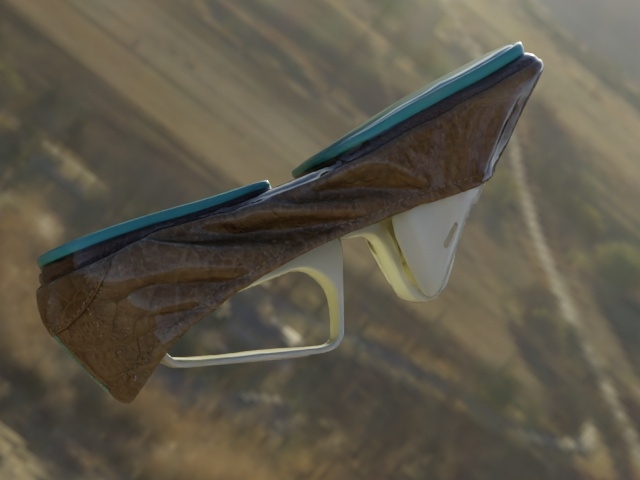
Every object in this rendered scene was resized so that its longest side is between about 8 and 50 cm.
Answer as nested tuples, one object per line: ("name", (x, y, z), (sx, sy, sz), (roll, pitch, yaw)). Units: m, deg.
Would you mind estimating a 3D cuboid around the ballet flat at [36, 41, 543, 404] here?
("ballet flat", (0.000, 0.000, 1.159), (0.124, 0.342, 0.116), (65, -16, -2))
